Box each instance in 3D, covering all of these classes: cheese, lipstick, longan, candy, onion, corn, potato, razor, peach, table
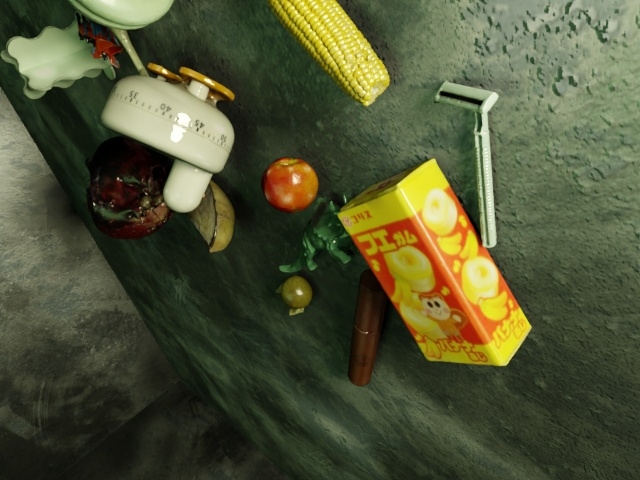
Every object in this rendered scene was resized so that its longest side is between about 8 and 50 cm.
[{"bbox_3d":[-0.064,0.137,1.092,0.084,0.042,0.060,58,144,13],"label":"cheese"},{"bbox_3d":[0.090,0.186,0.921,0.057,0.057,0.356,35,145,27],"label":"lipstick"},{"bbox_3d":[-0.054,0.113,1.035,0.083,0.075,0.075,-120,12,-59],"label":"longan"},{"bbox_3d":[0.155,0.040,0.651,0.276,0.088,0.146,56,150,-7],"label":"candy"},{"bbox_3d":[-0.504,-0.140,1.239,0.281,0.221,0.280,14,108,49],"label":"onion"},{"bbox_3d":[0.006,-0.254,0.568,0.206,0.067,0.067,50,149,4],"label":"corn"},{"bbox_3d":[-0.253,-0.085,1.099,0.261,0.100,0.120,47,113,37],"label":"potato"},{"bbox_3d":[0.188,-0.079,0.545,0.084,0.036,0.211,50,166,56],"label":"razor"},{"bbox_3d":[-0.052,-0.090,0.792,0.101,0.101,0.100,34,145,28],"label":"peach"},{"bbox_3d":[-0.616,-0.426,1.095,0.167,0.198,0.166,34,145,28],"label":"table"}]

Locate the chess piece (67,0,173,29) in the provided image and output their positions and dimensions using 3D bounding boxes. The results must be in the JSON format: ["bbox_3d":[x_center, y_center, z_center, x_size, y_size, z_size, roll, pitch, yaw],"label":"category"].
[{"bbox_3d":[-0.229,-0.424,0.616,0.299,0.195,0.194,-4,119,45],"label":"chess piece"}]

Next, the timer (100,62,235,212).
[{"bbox_3d":[-0.281,-0.185,0.859,0.234,0.239,0.233,23,-179,0],"label":"timer"}]

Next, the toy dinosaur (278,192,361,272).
[{"bbox_3d":[0.011,0.013,0.831,0.120,0.079,0.292,50,147,15],"label":"toy dinosaur"}]

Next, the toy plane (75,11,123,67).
[{"bbox_3d":[-0.483,-0.468,0.994,0.061,0.130,0.189,-23,88,17],"label":"toy plane"}]

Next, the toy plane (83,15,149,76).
[{"bbox_3d":[-0.407,-0.428,0.933,0.286,0.092,0.108,61,170,-13],"label":"toy plane"}]
